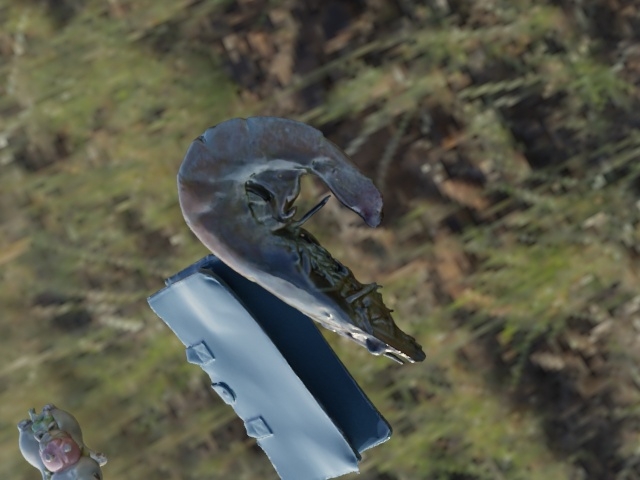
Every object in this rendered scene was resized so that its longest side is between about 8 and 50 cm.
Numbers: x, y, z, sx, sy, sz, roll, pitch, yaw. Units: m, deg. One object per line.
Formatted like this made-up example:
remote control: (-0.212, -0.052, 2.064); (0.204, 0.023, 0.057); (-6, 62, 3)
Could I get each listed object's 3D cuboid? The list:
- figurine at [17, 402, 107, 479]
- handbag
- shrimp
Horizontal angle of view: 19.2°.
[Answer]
figurine: (-0.288, 0.255, 2.100); (0.098, 0.081, 0.146); (35, -167, -48)
handbag: (-0.048, 0.112, 1.639); (0.221, 0.057, 0.144); (52, 144, -7)
shrimp: (-0.001, 0.001, 1.481); (0.251, 0.052, 0.143); (39, 122, -11)
